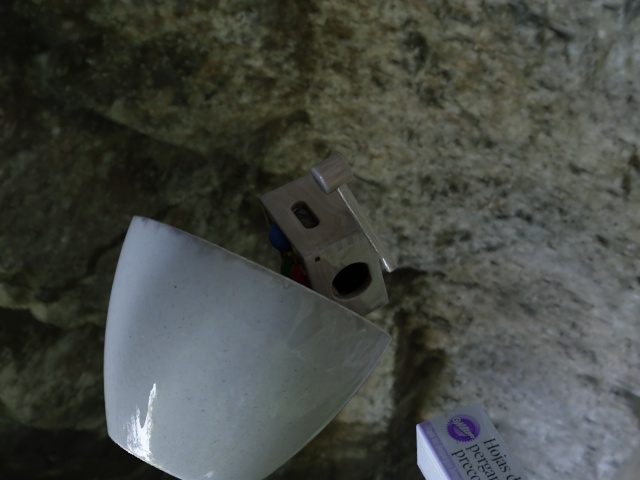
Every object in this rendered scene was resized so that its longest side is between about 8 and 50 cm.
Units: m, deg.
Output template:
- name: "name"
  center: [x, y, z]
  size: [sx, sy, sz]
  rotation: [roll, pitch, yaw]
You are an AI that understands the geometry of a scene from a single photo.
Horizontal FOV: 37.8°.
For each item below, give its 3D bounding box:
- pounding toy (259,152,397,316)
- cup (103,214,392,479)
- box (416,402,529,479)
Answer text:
- name: "pounding toy"
  center: [0.003, 0.001, 1.020]
  size: [0.094, 0.181, 0.206]
  rotation: [-27, -46, -10]
- name: "cup"
  center: [-0.115, 0.148, 1.075]
  size: [0.331, 0.331, 0.236]
  rotation: [58, -123, -78]
- name: "box"
  center: [0.170, 0.269, 0.717]
  size: [0.063, 0.324, 0.067]
  rotation: [-18, -47, -13]
